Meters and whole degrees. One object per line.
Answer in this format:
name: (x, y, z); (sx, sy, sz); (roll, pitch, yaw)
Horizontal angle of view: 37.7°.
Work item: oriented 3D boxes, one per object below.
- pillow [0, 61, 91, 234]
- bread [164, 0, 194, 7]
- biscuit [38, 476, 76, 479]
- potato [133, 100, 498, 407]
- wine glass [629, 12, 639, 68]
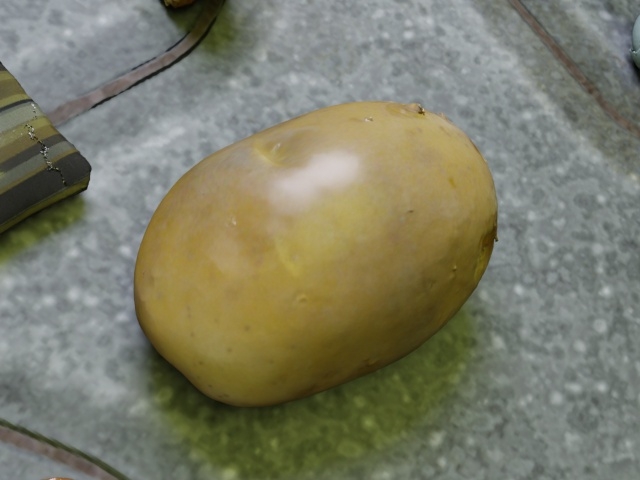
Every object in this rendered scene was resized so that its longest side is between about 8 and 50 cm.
pillow: (-0.274, -0.064, 0.531); (0.208, 0.052, 0.212); (-37, 86, -30)
bread: (-0.111, -0.252, 0.634); (0.065, 0.103, 0.187); (-32, 80, -26)
biscuit: (-0.162, 0.175, 0.491); (0.130, 0.019, 0.102); (7, 68, -17)
potato: (0.000, 0.000, 0.560); (0.234, 0.146, 0.150); (-25, 49, -25)
wine glass: (0.265, -0.193, 0.753); (0.079, 0.079, 0.195); (-34, 82, -27)
